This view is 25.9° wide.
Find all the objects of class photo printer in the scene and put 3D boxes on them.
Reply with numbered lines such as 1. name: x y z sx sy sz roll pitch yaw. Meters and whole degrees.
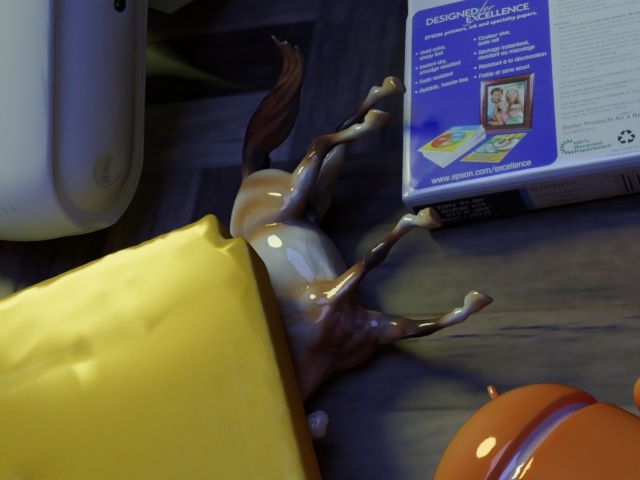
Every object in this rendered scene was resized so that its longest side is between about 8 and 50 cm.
1. photo printer: -0.237 -0.155 0.999 0.256 0.107 0.307 13 106 36

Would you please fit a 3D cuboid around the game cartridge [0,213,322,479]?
1. game cartridge: -0.159 0.155 0.809 0.324 0.052 0.285 -21 54 8

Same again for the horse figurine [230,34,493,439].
1. horse figurine: 0.000 0.000 0.884 0.174 0.066 0.263 -38 55 27

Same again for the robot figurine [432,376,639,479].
1. robot figurine: 0.145 0.149 0.687 0.219 0.128 0.158 27 111 36

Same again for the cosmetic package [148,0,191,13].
1. cosmetic package: -0.167 -0.326 1.086 0.225 0.224 0.138 26 50 36

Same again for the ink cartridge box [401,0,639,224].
1. ink cartridge box: 0.158 -0.117 0.921 0.206 0.045 0.208 -10 55 19
